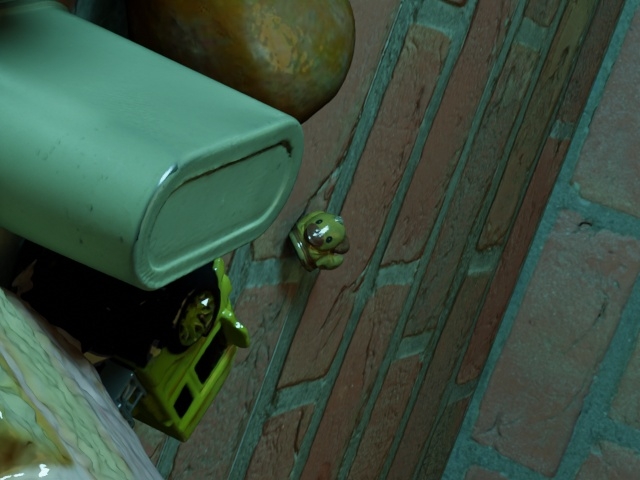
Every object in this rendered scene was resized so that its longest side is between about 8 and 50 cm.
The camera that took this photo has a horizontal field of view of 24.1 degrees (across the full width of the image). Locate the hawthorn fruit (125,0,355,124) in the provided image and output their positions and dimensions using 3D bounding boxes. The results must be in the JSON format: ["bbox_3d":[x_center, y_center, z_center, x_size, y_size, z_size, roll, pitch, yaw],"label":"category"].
[{"bbox_3d":[-0.082,-0.200,1.236,0.199,0.199,0.251,-58,148,-22],"label":"hawthorn fruit"}]

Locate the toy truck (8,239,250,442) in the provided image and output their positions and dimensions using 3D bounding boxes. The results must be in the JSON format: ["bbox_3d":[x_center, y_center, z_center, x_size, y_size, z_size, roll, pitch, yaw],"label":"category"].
[{"bbox_3d":[-0.226,0.176,1.283,0.405,0.180,0.254,-58,156,-22],"label":"toy truck"}]

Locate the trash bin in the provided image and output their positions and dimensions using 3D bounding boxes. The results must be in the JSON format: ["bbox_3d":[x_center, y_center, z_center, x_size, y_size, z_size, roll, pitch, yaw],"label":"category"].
[{"bbox_3d":[-0.167,-0.073,1.062,0.243,0.247,0.121,-30,141,-60],"label":"trash bin"}]

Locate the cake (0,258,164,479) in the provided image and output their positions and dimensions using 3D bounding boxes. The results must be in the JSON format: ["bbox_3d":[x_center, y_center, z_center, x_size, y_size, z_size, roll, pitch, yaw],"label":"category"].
[{"bbox_3d":[-0.274,0.173,0.909,0.314,0.293,0.307,-37,156,-1],"label":"cake"}]

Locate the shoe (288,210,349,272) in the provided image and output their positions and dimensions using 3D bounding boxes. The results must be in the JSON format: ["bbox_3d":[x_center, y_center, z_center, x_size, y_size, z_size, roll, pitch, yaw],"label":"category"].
[{"bbox_3d":[-0.001,-0.002,1.826,0.069,0.072,0.109,-24,146,-3],"label":"shoe"}]
